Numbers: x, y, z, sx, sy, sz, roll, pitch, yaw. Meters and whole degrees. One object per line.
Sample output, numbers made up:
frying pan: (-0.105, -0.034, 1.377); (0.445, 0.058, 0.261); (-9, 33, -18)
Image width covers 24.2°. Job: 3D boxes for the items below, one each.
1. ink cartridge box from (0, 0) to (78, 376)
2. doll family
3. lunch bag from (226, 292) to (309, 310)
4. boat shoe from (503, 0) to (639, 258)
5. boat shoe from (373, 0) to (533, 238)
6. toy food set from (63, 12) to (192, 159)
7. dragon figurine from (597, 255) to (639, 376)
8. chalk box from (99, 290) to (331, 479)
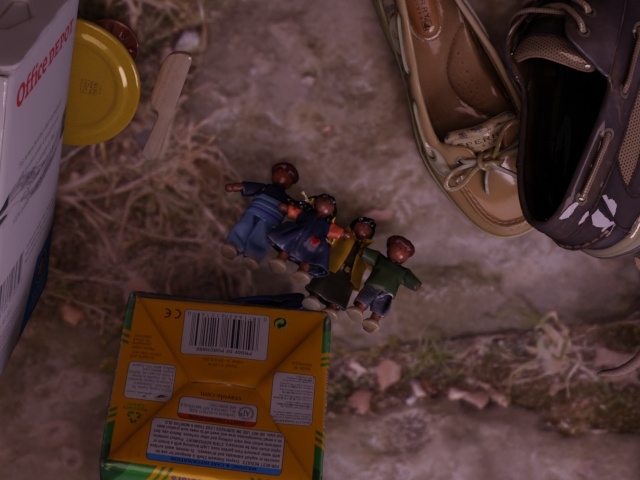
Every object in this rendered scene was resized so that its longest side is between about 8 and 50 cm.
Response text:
ink cartridge box: (-0.297, -0.052, 1.231); (0.129, 0.223, 0.307); (12, 119, 0)
doll family: (0.000, 0.000, 1.352); (0.193, 0.076, 0.111); (35, 64, -14)
lunch bag: (-0.057, 0.082, 1.382); (0.098, 0.067, 0.065); (-7, 100, 1)
boat shoe: (0.233, -0.164, 1.268); (0.130, 0.132, 0.355); (5, 83, -43)
boat shoe: (0.124, -0.126, 1.336); (0.104, 0.089, 0.285); (-27, 100, 3)
toy food set: (-0.225, -0.157, 1.341); (0.217, 0.071, 0.128); (14, 124, -2)
dragon figurine: (0.341, -0.007, 1.353); (0.085, 0.144, 0.289); (19, 109, 14)
chalk box: (-0.096, 0.206, 1.319); (0.180, 0.179, 0.289); (6, 141, -2)
